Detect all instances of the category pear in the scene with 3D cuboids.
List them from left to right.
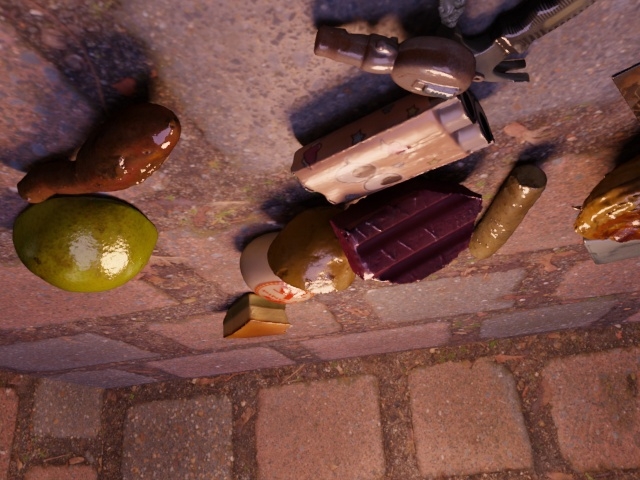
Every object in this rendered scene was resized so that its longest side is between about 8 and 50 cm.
[{"bbox_3d":[-0.467,0.008,1.025,0.288,0.139,0.239,8,145,-30],"label":"pear"}]

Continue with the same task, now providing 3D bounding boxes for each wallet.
[{"bbox_3d":[0.864,-0.001,1.361,0.251,0.054,0.290,-14,160,30],"label":"wallet"}]

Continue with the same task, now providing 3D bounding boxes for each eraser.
[{"bbox_3d":[0.112,-0.153,0.812,0.290,0.087,0.171,-20,157,31],"label":"eraser"}]

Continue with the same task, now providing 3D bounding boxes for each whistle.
[{"bbox_3d":[0.100,-0.225,0.631,0.220,0.057,0.107,14,179,-3],"label":"whistle"}]

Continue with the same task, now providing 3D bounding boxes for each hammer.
[{"bbox_3d":[0.271,-0.279,0.614,0.158,0.041,0.226,12,151,-35],"label":"hammer"}]

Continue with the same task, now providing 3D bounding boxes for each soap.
[{"bbox_3d":[0.183,-0.027,0.983,0.289,0.112,0.182,-28,120,-7],"label":"soap"}]

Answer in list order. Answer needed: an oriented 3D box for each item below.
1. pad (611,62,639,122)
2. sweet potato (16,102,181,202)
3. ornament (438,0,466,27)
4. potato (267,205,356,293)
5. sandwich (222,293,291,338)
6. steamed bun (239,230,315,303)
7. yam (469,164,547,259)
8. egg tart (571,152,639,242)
[{"bbox_3d":[0.660,-0.245,0.817,0.247,0.007,0.367,-25,149,37],"label":"pad"},{"bbox_3d":[-0.339,-0.124,0.782,0.385,0.109,0.109,-15,155,36],"label":"sweet potato"},{"bbox_3d":[0.141,-0.293,0.560,0.092,0.041,0.068,27,136,-36],"label":"ornament"},{"bbox_3d":[0.000,0.000,1.065,0.203,0.178,0.158,21,137,1],"label":"potato"},{"bbox_3d":[-0.204,0.263,1.668,0.186,0.108,0.220,12,149,-32],"label":"sandwich"},{"bbox_3d":[-0.082,0.079,1.230,0.232,0.145,0.232,-5,157,-2],"label":"steamed bun"},{"bbox_3d":[0.410,-0.052,1.118,0.083,0.083,0.371,-4,158,-2],"label":"yam"},{"bbox_3d":[0.662,-0.095,0.967,0.339,0.153,0.351,-6,158,9],"label":"egg tart"}]
